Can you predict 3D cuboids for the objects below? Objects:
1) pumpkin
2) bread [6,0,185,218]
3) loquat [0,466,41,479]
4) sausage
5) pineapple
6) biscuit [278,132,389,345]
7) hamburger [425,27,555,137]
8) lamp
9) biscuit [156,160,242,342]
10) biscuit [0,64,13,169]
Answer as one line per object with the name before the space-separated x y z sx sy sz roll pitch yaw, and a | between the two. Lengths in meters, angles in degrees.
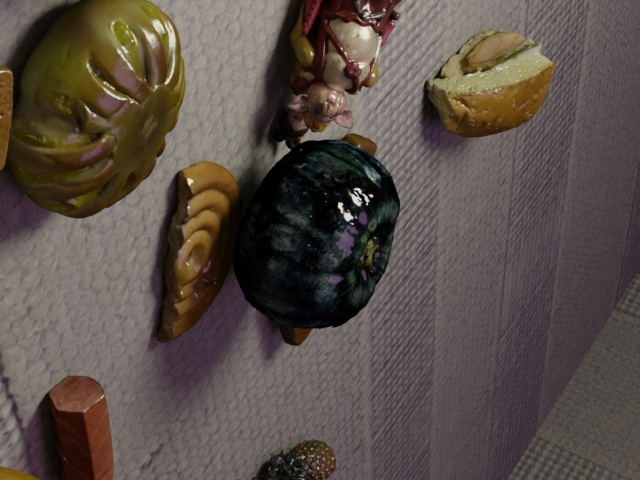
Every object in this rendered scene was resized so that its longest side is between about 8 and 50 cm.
pumpkin | -0.003 -0.008 1.693 0.233 0.163 0.233 -56 159 -34
bread | -0.195 -0.119 1.311 0.213 0.104 0.213 -52 155 -37
loquat | -0.319 0.340 1.318 0.263 0.263 0.263 -48 151 -38
sausage | -0.258 0.227 1.550 0.065 0.065 0.169 -44 147 -42
pineapple | -0.041 0.344 2.139 0.159 0.074 0.074 -9 120 -55
biscuit | -0.001 -0.001 1.921 0.278 0.043 0.302 6 106 -67
hamburger | 0.253 -0.214 2.165 0.207 0.135 0.155 -36 141 -47
lamp | 0.014 -0.211 1.668 0.118 0.118 0.253 -6 124 -64
biscuit | -0.134 0.007 1.653 0.144 0.033 0.224 -31 139 -54
biscuit | -0.328 -0.048 1.164 0.239 0.041 0.212 -60 151 -15
